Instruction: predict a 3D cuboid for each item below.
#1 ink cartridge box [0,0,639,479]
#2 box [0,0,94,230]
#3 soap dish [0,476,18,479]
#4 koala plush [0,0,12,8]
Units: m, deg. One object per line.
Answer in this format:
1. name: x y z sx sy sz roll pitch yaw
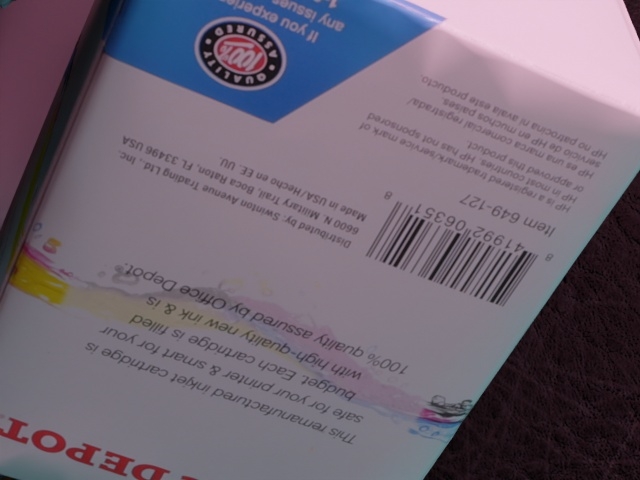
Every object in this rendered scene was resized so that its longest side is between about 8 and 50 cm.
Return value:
1. ink cartridge box: -0.017 -0.025 0.521 0.168 0.171 0.232 -90 -154 -55
2. box: -0.026 -0.133 0.781 0.345 0.168 0.215 -46 154 -55
3. soap dish: -0.231 0.264 0.746 0.229 0.118 0.291 -70 166 10
4. koala plush: -0.141 -0.173 0.341 0.196 0.203 0.221 -36 124 -22
